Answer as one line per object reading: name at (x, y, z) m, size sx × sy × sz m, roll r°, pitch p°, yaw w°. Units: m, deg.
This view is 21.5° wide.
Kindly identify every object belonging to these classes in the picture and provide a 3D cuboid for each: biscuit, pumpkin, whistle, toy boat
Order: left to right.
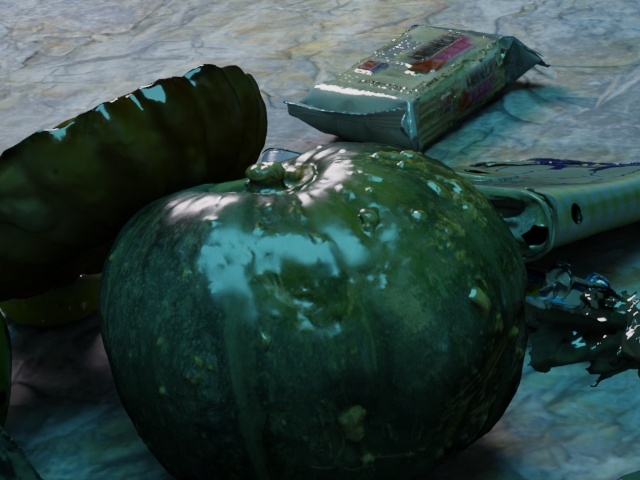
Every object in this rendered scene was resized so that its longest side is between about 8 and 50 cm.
whistle at (-0.275, 0.022, 1.632) m, size 0.104 × 0.057 × 0.198 m, roll -14°, pitch 30°, yaw -21°
biscuit at (-0.185, -0.039, 1.438) m, size 0.325 × 0.107 × 0.326 m, roll -28°, pitch -7°, yaw -4°
pumpkin at (0.002, 0.064, 1.290) m, size 0.327 × 0.257 × 0.291 m, roll -13°, pitch 13°, yaw 0°
biscuit at (0.113, -0.184, 1.970) m, size 0.186 × 0.079 × 0.309 m, roll 17°, pitch 35°, yaw 32°
toy boat at (0.187, 0.045, 1.528) m, size 0.084 × 0.066 × 0.210 m, roll 18°, pitch -2°, yaw -40°

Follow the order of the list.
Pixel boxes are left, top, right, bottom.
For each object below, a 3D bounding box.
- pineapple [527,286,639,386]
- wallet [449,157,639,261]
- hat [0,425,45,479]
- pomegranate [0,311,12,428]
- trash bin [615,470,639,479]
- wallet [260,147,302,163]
pineapple at (0.307, 0.067, 1.089) m, size 0.175 × 0.175 × 0.361 m, roll -27°, pitch 14°, yaw -38°
wallet at (0.200, -0.041, 1.621) m, size 0.223 × 0.077 × 0.309 m, roll 4°, pitch 9°, yaw 34°
hat at (-0.302, 0.218, 1.153) m, size 0.128 × 0.265 × 0.265 m, roll -36°, pitch 19°, yaw 19°
pomegranate at (-0.378, 0.097, 1.333) m, size 0.231 × 0.231 × 0.286 m, roll -22°, pitch 21°, yaw -31°
trash bin at (0.330, 0.251, 0.987) m, size 0.223 × 0.158 × 0.343 m, roll -12°, pitch 27°, yaw -16°
wallet at (0.000, 0.000, 1.629) m, size 0.170 × 0.069 × 0.231 m, roll 16°, pitch 32°, yaw 0°
